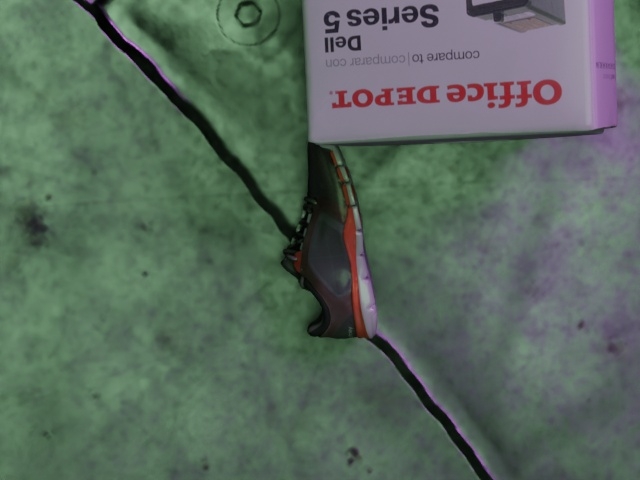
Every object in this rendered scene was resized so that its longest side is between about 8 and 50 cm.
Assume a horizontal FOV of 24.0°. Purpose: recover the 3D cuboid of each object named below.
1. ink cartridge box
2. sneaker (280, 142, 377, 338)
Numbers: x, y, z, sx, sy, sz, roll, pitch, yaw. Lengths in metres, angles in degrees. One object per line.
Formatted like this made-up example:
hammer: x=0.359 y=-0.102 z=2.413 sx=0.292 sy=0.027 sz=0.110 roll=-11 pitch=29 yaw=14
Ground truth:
ink cartridge box: x=0.093 y=-0.202 z=1.017 sx=0.198 sy=0.115 sz=0.273 roll=-2 pitch=94 yaw=17
sneaker: x=0.000 y=0.000 z=1.093 sx=0.065 sy=0.061 sz=0.158 roll=-10 pitch=96 yaw=3
